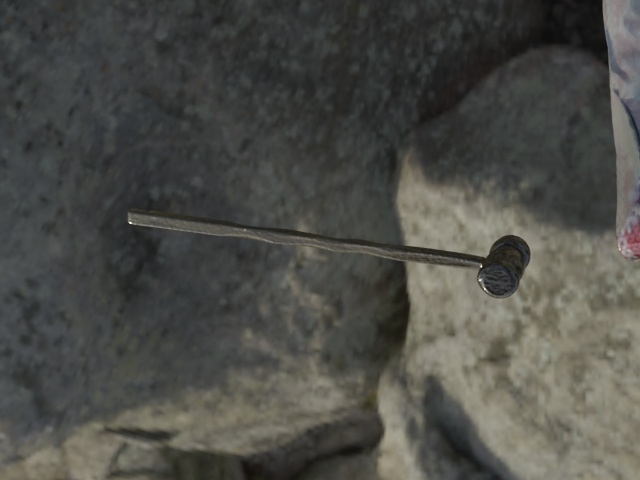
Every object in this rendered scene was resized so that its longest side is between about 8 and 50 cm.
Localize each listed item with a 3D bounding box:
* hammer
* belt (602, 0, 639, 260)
[{"bbox_3d":[0.000,0.000,1.006,0.292,0.058,0.029,8,111,15],"label":"hammer"},{"bbox_3d":[0.187,-0.102,0.799,0.053,0.232,0.071,-7,165,20],"label":"belt"}]
